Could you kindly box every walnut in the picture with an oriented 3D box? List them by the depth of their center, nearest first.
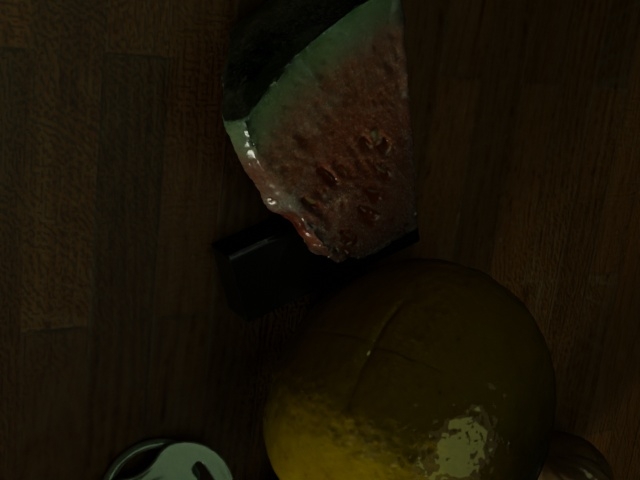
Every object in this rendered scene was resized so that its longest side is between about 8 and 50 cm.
[{"bbox_3d":[0.321,0.333,1.194,0.166,0.149,0.167,19,66,-54],"label":"walnut"}]

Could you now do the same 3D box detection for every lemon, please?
[{"bbox_3d":[0.091,0.164,0.894,0.297,0.297,0.297,-12,113,-30],"label":"lemon"}]

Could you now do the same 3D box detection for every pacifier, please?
[{"bbox_3d":[-0.150,0.259,0.870,0.150,0.116,0.127,-25,93,-20],"label":"pacifier"}]

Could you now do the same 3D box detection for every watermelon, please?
[{"bbox_3d":[0.010,-0.095,0.835,0.193,0.140,0.257,-35,125,-12],"label":"watermelon"}]

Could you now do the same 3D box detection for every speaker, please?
[{"bbox_3d":[0.000,0.000,0.917,0.218,0.044,0.082,-24,118,-25],"label":"speaker"}]
